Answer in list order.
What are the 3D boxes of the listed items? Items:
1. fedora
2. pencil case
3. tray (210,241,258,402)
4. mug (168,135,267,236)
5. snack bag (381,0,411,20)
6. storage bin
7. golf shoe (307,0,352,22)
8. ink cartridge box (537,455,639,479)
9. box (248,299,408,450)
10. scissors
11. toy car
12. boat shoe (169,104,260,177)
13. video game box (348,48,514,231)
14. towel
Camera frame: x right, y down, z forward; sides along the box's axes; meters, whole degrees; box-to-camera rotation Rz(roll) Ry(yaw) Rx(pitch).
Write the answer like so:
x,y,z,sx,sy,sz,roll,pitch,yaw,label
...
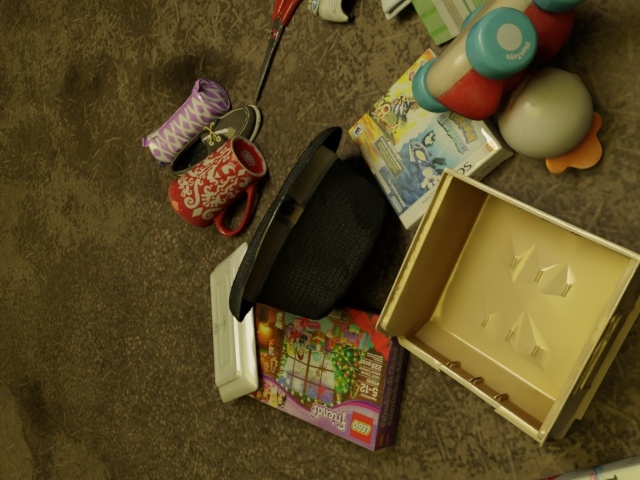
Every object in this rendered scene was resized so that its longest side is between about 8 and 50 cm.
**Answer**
x,y,z,sx,sy,sz,roll,pitch,yaw,label
0.000,0.000,0.978,0.153,0.334,0.334,29,107,3,fedora
-0.274,-0.241,1.310,0.206,0.088,0.086,-37,44,31,pencil case
-0.166,0.150,1.172,0.145,0.030,0.270,-36,54,51,tray
-0.178,-0.103,1.225,0.169,0.150,0.113,-35,28,28,mug
0.175,-0.559,0.964,0.323,0.037,0.342,-32,60,42,snack bag
0.237,0.082,0.819,0.262,0.123,0.260,32,106,37,storage bin
0.043,-0.453,1.073,0.086,0.069,0.176,28,122,25,golf shoe
0.339,0.328,0.741,0.175,0.072,0.127,-32,65,35,ink cartridge box
0.003,0.194,1.052,0.293,0.057,0.200,10,93,41,box
-0.084,-0.409,1.212,0.109,0.021,0.297,44,115,31,scissors
0.275,-0.196,0.806,0.210,0.238,0.219,-48,8,-9,toy car
-0.208,-0.189,1.261,0.228,0.069,0.081,-38,63,32,boat shoe
0.156,-0.148,0.962,0.187,0.048,0.205,-42,61,27,video game box
0.205,-0.361,0.920,0.152,0.023,0.113,-19,113,39,towel
